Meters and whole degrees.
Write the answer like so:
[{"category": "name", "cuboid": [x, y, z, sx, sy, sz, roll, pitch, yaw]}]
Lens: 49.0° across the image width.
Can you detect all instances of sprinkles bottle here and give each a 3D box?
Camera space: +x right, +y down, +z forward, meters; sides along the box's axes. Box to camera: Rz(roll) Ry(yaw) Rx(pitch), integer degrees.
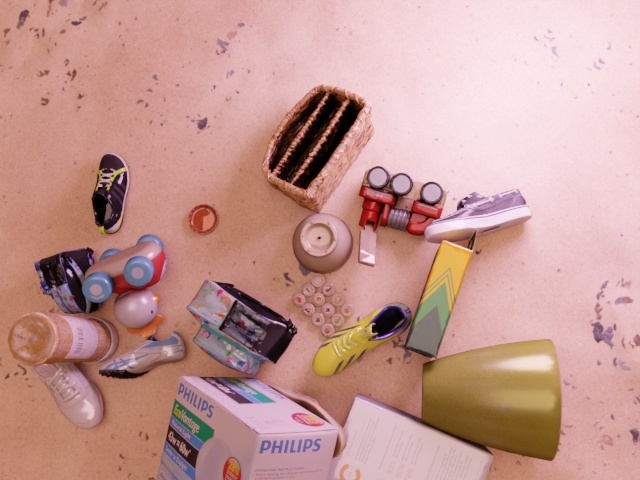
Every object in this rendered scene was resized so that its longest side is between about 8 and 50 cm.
[{"category": "sprinkles bottle", "cuboid": [-0.618, 0.242, 1.718, 0.121, 0.355, 0.121, -1, 81, 6]}]

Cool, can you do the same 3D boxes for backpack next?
[{"category": "backpack", "cuboid": [-0.212, 0.213, 1.748, 0.253, 0.225, 0.191, 36, 82, 14]}, {"category": "backpack", "cuboid": [-0.655, 0.117, 1.850, 0.116, 0.158, 0.173, -19, 92, 11]}]

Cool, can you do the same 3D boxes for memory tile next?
[{"category": "memory tile", "cuboid": [0.007, 0.168, 1.828, 0.113, 0.012, 0.148, -45, 83, 2]}]

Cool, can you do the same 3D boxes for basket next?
[{"category": "basket", "cuboid": [-0.021, -0.254, 1.797, 0.213, 0.223, 0.299, 34, 87, 10]}]

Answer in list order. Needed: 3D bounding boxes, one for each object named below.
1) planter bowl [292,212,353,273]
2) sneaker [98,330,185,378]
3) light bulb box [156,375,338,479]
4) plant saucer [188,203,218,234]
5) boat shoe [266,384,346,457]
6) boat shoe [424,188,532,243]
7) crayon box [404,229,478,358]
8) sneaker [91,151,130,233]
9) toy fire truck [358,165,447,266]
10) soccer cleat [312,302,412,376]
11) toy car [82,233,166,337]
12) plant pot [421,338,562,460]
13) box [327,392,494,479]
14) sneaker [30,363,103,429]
[{"category": "planter bowl", "cuboid": [0.000, 0.000, 1.814, 0.162, 0.109, 0.162, -1, 81, 6]}, {"category": "sneaker", "cuboid": [-0.467, 0.303, 1.837, 0.237, 0.085, 0.086, -18, 63, 4]}, {"category": "light bulb box", "cuboid": [-0.184, 0.534, 1.586, 0.357, 0.225, 0.361, 16, 94, 50]}, {"category": "plant saucer", "cuboid": [-0.318, -0.057, 1.904, 0.083, 0.013, 0.084, -1, 81, 7]}, {"category": "boat shoe", "cuboid": [-0.029, 0.426, 1.682, 0.302, 0.098, 0.109, 16, 94, 49]}, {"category": "boat shoe", "cuboid": [0.385, -0.069, 1.757, 0.301, 0.108, 0.102, -14, 74, -17]}, {"category": "crayon box", "cuboid": [0.293, 0.125, 1.718, 0.081, 0.202, 0.319, 20, 83, 9]}, {"category": "sneaker", "cuboid": [-0.571, -0.131, 1.900, 0.084, 0.097, 0.235, -4, 81, 5]}, {"category": "toy fire truck", "cuboid": [0.190, -0.049, 1.792, 0.216, 0.158, 0.247, 17, 95, 8]}, {"category": "soccer cleat", "cuboid": [0.099, 0.244, 1.760, 0.289, 0.121, 0.093, -32, 80, 1]}, {"category": "toy car", "cuboid": [-0.472, 0.140, 1.827, 0.210, 0.219, 0.238, -21, 109, 2]}, {"category": "plant pot", "cuboid": [0.385, 0.360, 1.638, 0.293, 0.275, 0.275, 2, 82, 8]}, {"category": "box", "cuboid": [0.206, 0.534, 1.682, 0.345, 0.168, 0.215, 21, 85, 8]}, {"category": "sneaker", "cuboid": [-0.680, 0.361, 1.811, 0.114, 0.152, 0.305, -36, 81, -1]}]
